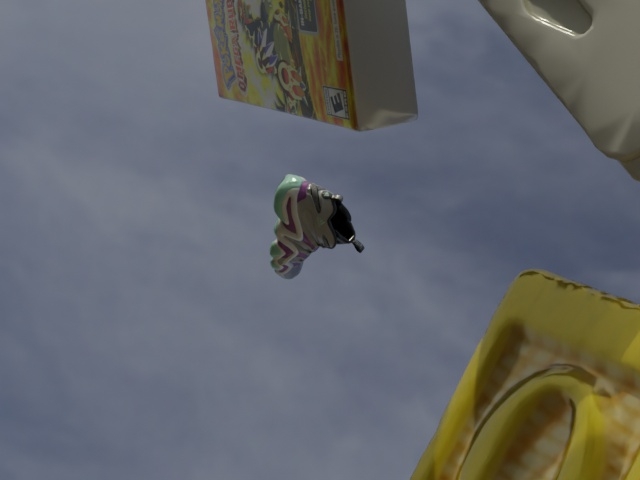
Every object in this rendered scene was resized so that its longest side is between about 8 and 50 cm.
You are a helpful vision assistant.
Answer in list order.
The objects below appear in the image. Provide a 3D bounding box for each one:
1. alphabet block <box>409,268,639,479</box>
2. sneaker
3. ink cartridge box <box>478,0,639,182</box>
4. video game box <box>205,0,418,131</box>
[{"bbox_3d":[0.168,0.147,0.779,0.192,0.197,0.193,-63,-158,-4],"label":"alphabet block"},{"bbox_3d":[0.000,0.000,1.223,0.069,0.038,0.098,18,-39,15],"label":"sneaker"},{"bbox_3d":[0.209,-0.099,0.878,0.121,0.289,0.211,-45,-125,16],"label":"ink cartridge box"},{"bbox_3d":[-0.018,-0.176,0.967,0.187,0.048,0.205,22,-57,62],"label":"video game box"}]
